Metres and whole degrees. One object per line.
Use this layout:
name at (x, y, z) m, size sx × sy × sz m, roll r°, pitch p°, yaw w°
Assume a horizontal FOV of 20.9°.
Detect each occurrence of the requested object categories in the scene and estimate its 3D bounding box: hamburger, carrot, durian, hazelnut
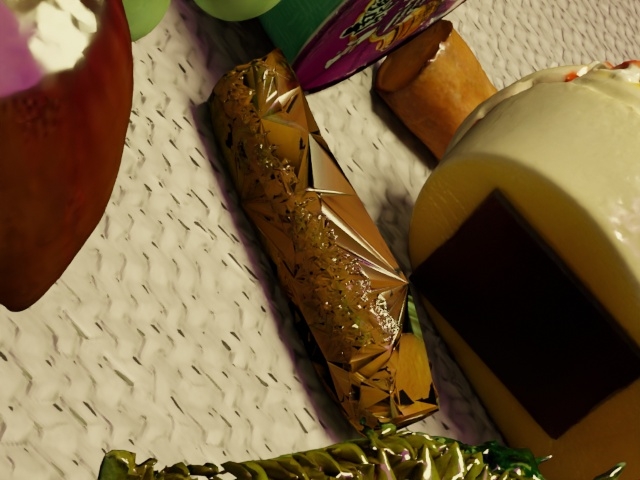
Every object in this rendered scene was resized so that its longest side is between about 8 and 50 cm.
hamburger at (0.184, 0.037, 1.071) m, size 0.151 × 0.227 × 0.295 m, roll -38°, pitch 98°, yaw -40°
carrot at (-0.001, 0.000, 0.969) m, size 0.069 × 0.069 × 0.229 m, roll -4°, pitch 66°, yaw -59°
durian at (0.040, 0.142, 0.830) m, size 0.375 × 0.132 × 0.107 m, roll 10°, pitch 42°, yaw -49°
carrot at (0.116, -0.058, 1.214) m, size 0.205 × 0.072 × 0.072 m, roll 51°, pitch 29°, yaw -26°
hazelnut at (-0.160, -0.049, 0.643) m, size 0.208 × 0.208 × 0.208 m, roll 39°, pitch 34°, yaw -34°

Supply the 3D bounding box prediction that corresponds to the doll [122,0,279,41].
doll at (-0.127, -0.259, 0.860) m, size 0.198 × 0.186 × 0.322 m, roll -11°, pitch 101°, yaw -30°

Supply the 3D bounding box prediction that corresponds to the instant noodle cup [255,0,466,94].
instant noodle cup at (0.024, -0.238, 1.061) m, size 0.190 × 0.251 × 0.251 m, roll 53°, pitch 27°, yaw 6°
